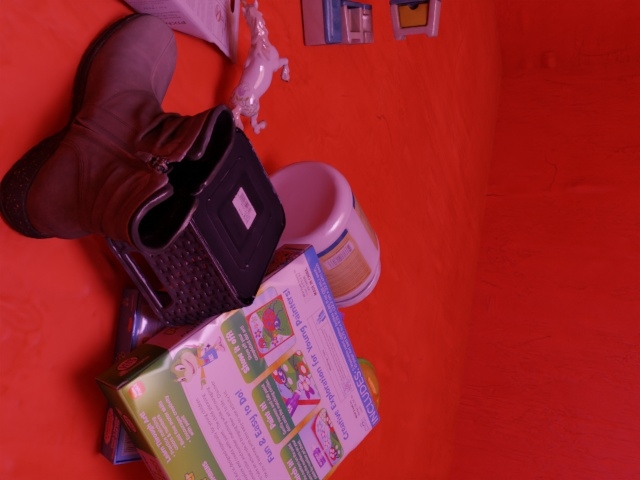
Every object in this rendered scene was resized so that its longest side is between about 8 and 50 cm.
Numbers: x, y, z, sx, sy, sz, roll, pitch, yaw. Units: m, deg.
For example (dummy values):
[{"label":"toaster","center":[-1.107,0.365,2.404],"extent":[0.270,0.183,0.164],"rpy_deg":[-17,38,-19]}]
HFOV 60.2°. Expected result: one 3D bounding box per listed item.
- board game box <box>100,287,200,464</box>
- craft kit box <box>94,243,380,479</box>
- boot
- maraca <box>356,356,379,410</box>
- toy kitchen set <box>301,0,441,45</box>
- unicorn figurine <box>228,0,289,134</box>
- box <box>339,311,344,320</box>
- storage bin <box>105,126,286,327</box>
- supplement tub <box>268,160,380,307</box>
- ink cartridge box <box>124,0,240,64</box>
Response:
[{"label":"board game box","center":[-0.114,0.138,0.588],"extent":[0.211,0.039,0.160],"rpy_deg":[11,83,-42]},{"label":"craft kit box","center":[-0.062,0.170,0.575],"extent":[0.246,0.060,0.250],"rpy_deg":[-37,116,-39]},{"label":"boot","center":[-0.133,-0.094,0.452],"extent":[0.083,0.161,0.247],"rpy_deg":[59,42,-51]},{"label":"maraca","center":[0.012,0.241,0.756],"extent":[0.186,0.099,0.127],"rpy_deg":[-50,133,-12]},{"label":"toy kitchen set","center":[0.088,-0.381,0.877],"extent":[0.207,0.165,0.122],"rpy_deg":[-37,127,-59]},{"label":"unicorn figurine","center":[-0.076,-0.199,0.653],"extent":[0.111,0.060,0.162],"rpy_deg":[41,56,-78]},{"label":"box","center":[-0.057,0.189,0.777],"extent":[0.293,0.057,0.201],"rpy_deg":[23,74,-63]},{"label":"storage bin","center":[-0.108,-0.018,0.534],"extent":[0.122,0.084,0.180],"rpy_deg":[63,22,-24]},{"label":"supplement tub","center":[0.000,0.000,0.769],"extent":[0.200,0.144,0.145],"rpy_deg":[55,45,-53]},{"label":"ink cartridge box","center":[-0.139,-0.307,0.567],"extent":[0.232,0.066,0.189],"rpy_deg":[7,87,-86]}]
